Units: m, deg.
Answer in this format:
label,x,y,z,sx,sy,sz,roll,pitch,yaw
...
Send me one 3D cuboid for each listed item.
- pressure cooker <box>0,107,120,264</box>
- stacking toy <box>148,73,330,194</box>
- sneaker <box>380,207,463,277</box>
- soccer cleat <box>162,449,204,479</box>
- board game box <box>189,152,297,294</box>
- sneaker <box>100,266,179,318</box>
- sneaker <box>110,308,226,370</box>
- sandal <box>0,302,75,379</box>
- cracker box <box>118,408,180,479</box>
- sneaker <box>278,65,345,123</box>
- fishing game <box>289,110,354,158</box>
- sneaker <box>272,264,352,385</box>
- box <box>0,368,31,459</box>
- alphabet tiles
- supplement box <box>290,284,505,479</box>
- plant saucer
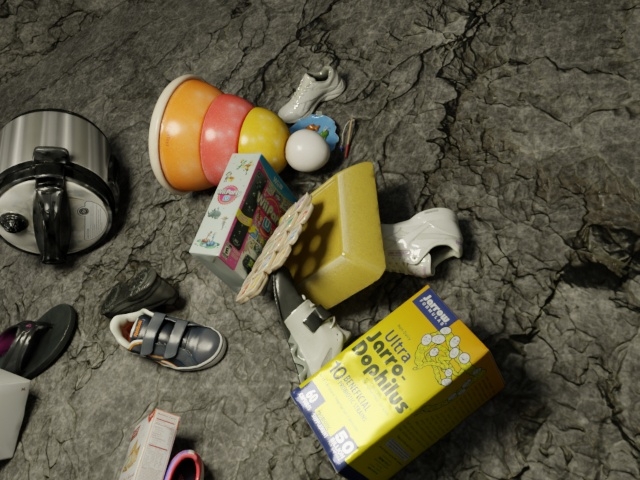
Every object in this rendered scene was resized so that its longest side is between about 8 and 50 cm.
label,x,y,z,sx,sy,sz,roll,pitch,yaw
pressure cooker,-0.819,-0.148,1.918,0.376,0.370,0.420,-29,47,11
stacking toy,-0.204,-0.264,1.767,0.480,0.350,0.350,12,65,16
sneaker,0.186,0.027,1.467,0.305,0.114,0.152,-20,51,13
soccer cleat,-0.322,0.603,1.322,0.109,0.116,0.318,16,60,-4
board game box,-0.189,-0.042,1.629,0.098,0.224,0.303,3,61,29
sneaker,-0.500,0.172,1.720,0.286,0.130,0.109,-20,41,42
sneaker,-0.402,0.253,1.605,0.321,0.127,0.126,0,58,25
sandal,-0.898,0.340,1.802,0.446,0.107,0.167,-39,50,-1
cracker box,-0.398,0.514,1.401,0.156,0.067,0.232,-44,27,45
sneaker,-0.042,-0.451,1.894,0.232,0.115,0.090,-37,52,0
fishing game,-0.034,-0.299,1.834,0.264,0.041,0.189,-1,65,25
sneaker,-0.012,0.197,1.410,0.146,0.122,0.330,-20,85,-1
box,-0.984,0.439,1.679,0.346,0.168,0.214,11,87,24
alphabet tiles,-0.108,0.018,1.458,0.284,0.021,0.278,-62,14,-26
supplement box,0.157,0.298,1.252,0.357,0.195,0.194,-38,51,-2
plant saucer,0.000,0.000,1.508,0.333,0.081,0.332,-35,45,38
